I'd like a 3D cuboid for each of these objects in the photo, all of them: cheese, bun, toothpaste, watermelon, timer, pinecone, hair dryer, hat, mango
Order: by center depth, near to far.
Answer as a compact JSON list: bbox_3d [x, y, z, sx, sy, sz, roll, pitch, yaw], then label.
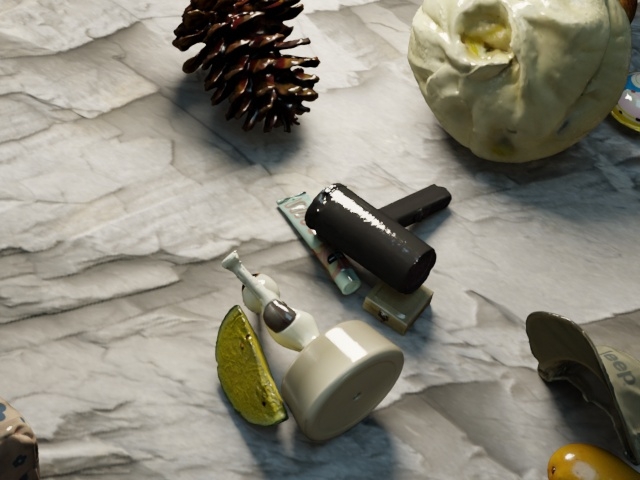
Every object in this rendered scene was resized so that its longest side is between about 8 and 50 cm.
[{"bbox_3d":[0.396,0.342,1.378,0.184,0.085,0.102,26,49,-2],"label":"mango"},{"bbox_3d":[0.403,0.177,1.402,0.149,0.245,0.214,-28,48,-17],"label":"hat"},{"bbox_3d":[-0.107,0.191,1.427,0.075,0.092,0.181,-23,69,-4],"label":"watermelon"},{"bbox_3d":[-0.031,0.131,1.433,0.175,0.175,0.266,-31,59,-24],"label":"timer"},{"bbox_3d":[0.128,-0.035,1.589,0.197,0.089,0.251,36,42,24],"label":"hair dryer"},{"bbox_3d":[0.000,0.000,1.601,0.056,0.036,0.205,-20,55,-22],"label":"toothpaste"},{"bbox_3d":[0.317,-0.297,1.640,0.365,0.365,0.219,25,26,11],"label":"bun"},{"bbox_3d":[-0.107,-0.313,1.691,0.246,0.246,0.292,-26,82,-22],"label":"pinecone"},{"bbox_3d":[0.619,-0.238,1.810,0.250,0.064,0.157,22,57,12],"label":"cheese"}]

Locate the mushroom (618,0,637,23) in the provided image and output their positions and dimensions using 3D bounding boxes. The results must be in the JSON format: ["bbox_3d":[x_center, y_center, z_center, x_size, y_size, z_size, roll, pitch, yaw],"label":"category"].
[{"bbox_3d":[0.415,-0.449,1.861,0.345,0.239,0.345,2,76,-9],"label":"mushroom"}]

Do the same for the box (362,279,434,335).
[{"bbox_3d":[0.118,0.093,1.547,0.079,0.035,0.083,35,59,16],"label":"box"}]

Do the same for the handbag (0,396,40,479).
[{"bbox_3d":[-0.505,0.283,1.266,0.251,0.190,0.193,-29,57,-32],"label":"handbag"}]
